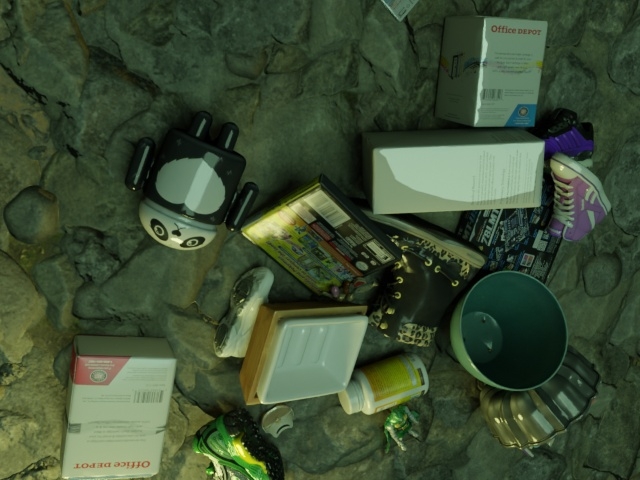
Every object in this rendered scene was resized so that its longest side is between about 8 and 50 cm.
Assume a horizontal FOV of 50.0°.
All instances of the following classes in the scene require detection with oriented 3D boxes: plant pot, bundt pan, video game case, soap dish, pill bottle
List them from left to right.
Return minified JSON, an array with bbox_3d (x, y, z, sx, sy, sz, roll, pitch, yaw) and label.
[{"bbox_3d":[-0.040,0.245,1.567,0.291,0.118,0.229,2,111,-44],"label":"soap dish"},{"bbox_3d":[0.000,0.000,1.513,0.248,0.035,0.275,-28,124,33],"label":"video game case"},{"bbox_3d":[0.155,0.364,1.731,0.215,0.117,0.117,-15,112,-18],"label":"pill bottle"},{"bbox_3d":[0.162,-0.554,1.498,0.122,0.011,0.087,41,89,-28],"label":"video game case"},{"bbox_3d":[0.445,0.236,1.745,0.290,0.195,0.290,4,76,-14],"label":"plant pot"},{"bbox_3d":[0.556,0.385,1.807,0.331,0.331,0.124,-41,100,-6],"label":"bundt pan"}]

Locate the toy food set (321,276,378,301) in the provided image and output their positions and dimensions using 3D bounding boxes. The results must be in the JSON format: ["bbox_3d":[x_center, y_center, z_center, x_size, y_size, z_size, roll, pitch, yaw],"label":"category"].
[{"bbox_3d":[0.064,0.116,1.582,0.122,0.019,0.078,-29,138,35],"label":"toy food set"}]

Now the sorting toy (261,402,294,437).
[{"bbox_3d":[-0.102,0.451,1.697,0.083,0.045,0.075,-31,124,-13],"label":"sorting toy"}]

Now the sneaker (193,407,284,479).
[{"bbox_3d":[-0.186,0.541,1.659,0.146,0.134,0.343,-20,120,12],"label":"sneaker"}]

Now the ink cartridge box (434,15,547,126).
[{"bbox_3d":[0.382,-0.384,1.555,0.171,0.168,0.232,-3,108,-22],"label":"ink cartridge box"}]

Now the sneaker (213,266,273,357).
[{"bbox_3d":[-0.153,0.166,1.566,0.115,0.090,0.232,18,107,-34],"label":"sneaker"}]

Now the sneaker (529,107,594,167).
[{"bbox_3d":[0.573,-0.261,1.719,0.293,0.102,0.146,-2,108,-30],"label":"sneaker"}]

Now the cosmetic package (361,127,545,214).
[{"bbox_3d":[0.282,-0.162,1.518,0.366,0.197,0.155,-3,110,-1],"label":"cosmetic package"}]

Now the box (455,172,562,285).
[{"bbox_3d":[0.502,-0.044,1.770,0.293,0.073,0.295,12,102,-25],"label":"box"}]

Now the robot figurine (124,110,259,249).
[{"bbox_3d":[-0.254,-0.117,1.372,0.173,0.209,0.278,11,104,-62],"label":"robot figurine"}]

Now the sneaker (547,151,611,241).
[{"bbox_3d":[0.612,-0.090,1.692,0.161,0.102,0.282,-49,129,3],"label":"sneaker"}]

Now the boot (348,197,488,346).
[{"bbox_3d":[0.180,0.079,1.637,0.377,0.138,0.284,21,105,-19],"label":"boot"}]

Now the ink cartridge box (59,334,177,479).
[{"bbox_3d":[-0.441,0.357,1.479,0.207,0.117,0.283,6,104,-24],"label":"ink cartridge box"}]

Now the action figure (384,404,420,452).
[{"bbox_3d":[0.208,0.478,1.765,0.137,0.063,0.232,-47,150,-14],"label":"action figure"}]

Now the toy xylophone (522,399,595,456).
[{"bbox_3d":[0.691,0.492,2.016,0.236,0.081,0.322,36,91,-28],"label":"toy xylophone"}]
